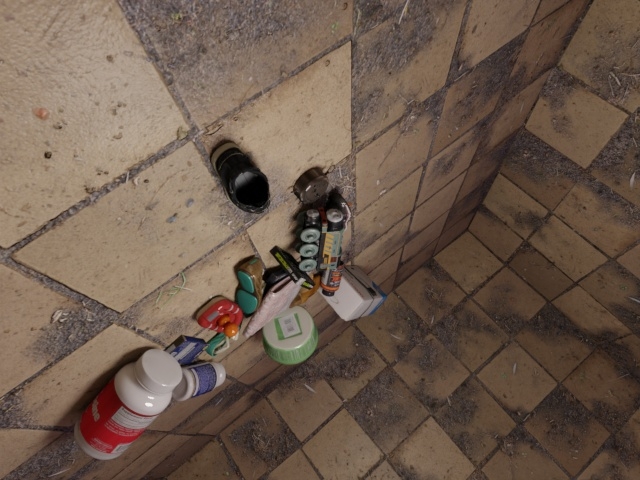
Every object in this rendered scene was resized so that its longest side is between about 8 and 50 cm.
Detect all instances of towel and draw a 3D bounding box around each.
[{"bbox_3d":[-0.199,0.284,1.924,0.317,0.053,0.331,-30,158,-53],"label":"towel"}]

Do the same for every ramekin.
[{"bbox_3d":[-0.165,0.482,2.178,0.303,0.303,0.148,-33,148,-21],"label":"ramekin"}]

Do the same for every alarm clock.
[{"bbox_3d":[-0.016,-0.205,1.484,0.192,0.064,0.129,-44,158,-5],"label":"alarm clock"}]

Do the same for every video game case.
[{"bbox_3d":[-0.213,0.227,1.920,0.275,0.035,0.248,-53,164,25],"label":"video game case"}]

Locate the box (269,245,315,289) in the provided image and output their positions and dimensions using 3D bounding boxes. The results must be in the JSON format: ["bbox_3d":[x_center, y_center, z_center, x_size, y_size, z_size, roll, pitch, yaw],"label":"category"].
[{"bbox_3d":[-0.114,0.118,1.739,0.045,0.184,0.191,-44,158,2],"label":"box"}]

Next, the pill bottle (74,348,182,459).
[{"bbox_3d":[-0.724,0.617,1.580,0.407,0.229,0.229,-47,157,11],"label":"pill bottle"}]

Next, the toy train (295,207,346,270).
[{"bbox_3d":[0.000,0.000,1.681,0.190,0.142,0.333,-5,137,-11],"label":"toy train"}]

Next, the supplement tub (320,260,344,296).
[{"bbox_3d":[0.059,0.198,2.192,0.106,0.106,0.197,-16,125,-47],"label":"supplement tub"}]

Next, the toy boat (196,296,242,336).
[{"bbox_3d":[-0.396,0.336,1.712,0.151,0.151,0.231,-40,157,-4],"label":"toy boat"}]

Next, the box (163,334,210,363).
[{"bbox_3d":[-0.590,0.480,1.803,0.136,0.036,0.225,-41,156,-2],"label":"box"}]

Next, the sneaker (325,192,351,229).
[{"bbox_3d":[0.038,-0.078,1.744,0.163,0.106,0.281,-33,157,-13],"label":"sneaker"}]

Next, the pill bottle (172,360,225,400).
[{"bbox_3d":[-0.590,0.667,1.988,0.153,0.153,0.265,-48,157,14],"label":"pill bottle"}]

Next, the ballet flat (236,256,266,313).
[{"bbox_3d":[-0.280,0.181,1.714,0.124,0.116,0.342,-52,162,-35],"label":"ballet flat"}]

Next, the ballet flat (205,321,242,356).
[{"bbox_3d":[-0.437,0.455,1.943,0.247,0.087,0.083,-44,157,4],"label":"ballet flat"}]

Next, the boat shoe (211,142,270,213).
[{"bbox_3d":[-0.203,-0.146,1.208,0.127,0.113,0.340,-38,157,-12],"label":"boat shoe"}]

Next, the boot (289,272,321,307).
[{"bbox_3d":[-0.061,0.216,2.142,0.211,0.104,0.295,-30,155,-48],"label":"boot"}]

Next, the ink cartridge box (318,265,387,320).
[{"bbox_3d":[0.184,0.297,2.412,0.166,0.285,0.395,-51,157,16],"label":"ink cartridge box"}]
